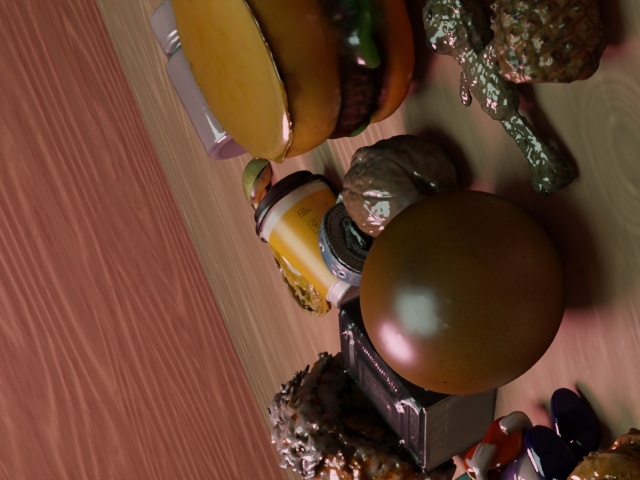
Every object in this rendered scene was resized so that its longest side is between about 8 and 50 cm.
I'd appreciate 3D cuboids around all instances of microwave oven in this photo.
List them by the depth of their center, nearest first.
[{"bbox_3d":[0.172,0.250,1.736,0.295,0.181,0.237,50,158,39],"label":"microwave oven"}]

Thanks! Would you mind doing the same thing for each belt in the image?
[{"bbox_3d":[0.068,0.004,1.780,0.163,0.148,0.082,33,152,6],"label":"belt"}]

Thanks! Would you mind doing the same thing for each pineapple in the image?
[{"bbox_3d":[0.239,-0.294,0.971,0.128,0.128,0.248,32,137,59],"label":"pineapple"}]

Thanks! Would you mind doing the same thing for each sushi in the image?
[{"bbox_3d":[0.091,0.394,1.878,0.417,0.417,0.176,49,120,41],"label":"sushi"}]

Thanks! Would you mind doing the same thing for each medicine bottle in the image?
[{"bbox_3d":[-0.224,-0.370,2.000,0.340,0.208,0.208,63,162,8],"label":"medicine bottle"}]

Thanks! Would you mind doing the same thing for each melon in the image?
[{"bbox_3d":[-0.169,-0.140,2.348,0.128,0.079,0.160,45,154,43],"label":"melon"}]

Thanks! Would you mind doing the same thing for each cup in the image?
[{"bbox_3d":[0.000,0.000,1.910,0.280,0.196,0.196,49,158,18],"label":"cup"}]

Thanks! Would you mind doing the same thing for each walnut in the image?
[{"bbox_3d":[0.119,-0.087,1.469,0.230,0.178,0.178,27,138,65],"label":"walnut"}]

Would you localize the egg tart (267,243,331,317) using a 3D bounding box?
[{"bbox_3d":[-0.032,0.051,2.149,0.288,0.118,0.288,51,156,33],"label":"egg tart"}]

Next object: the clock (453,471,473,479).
[{"bbox_3d":[0.304,0.478,1.785,0.147,0.108,0.045,100,147,-55],"label":"clock"}]

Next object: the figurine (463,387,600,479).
[{"bbox_3d":[0.342,0.384,1.502,0.193,0.154,0.421,45,155,1],"label":"figurine"}]

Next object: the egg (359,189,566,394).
[{"bbox_3d":[0.196,0.075,1.284,0.283,0.282,0.351,61,172,13],"label":"egg"}]

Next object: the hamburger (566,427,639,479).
[{"bbox_3d":[0.437,0.352,1.106,0.245,0.211,0.261,-26,84,66],"label":"hamburger"}]

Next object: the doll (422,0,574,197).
[{"bbox_3d":[0.225,-0.197,1.194,0.286,0.091,0.203,61,176,-21],"label":"doll"}]

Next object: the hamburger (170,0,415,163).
[{"bbox_3d":[-0.038,-0.333,1.412,0.396,0.277,0.396,50,156,32],"label":"hamburger"}]
